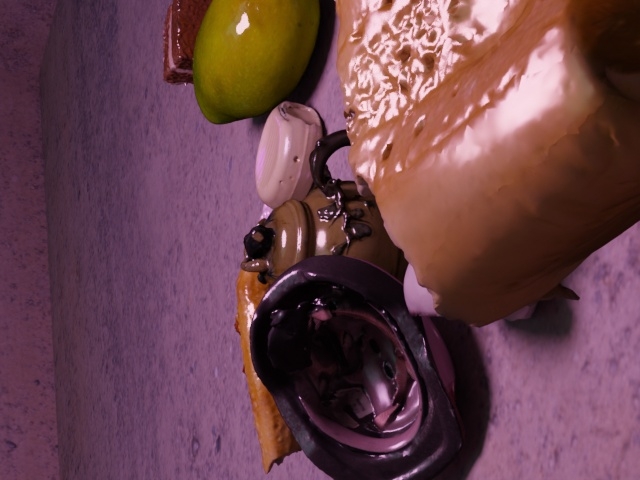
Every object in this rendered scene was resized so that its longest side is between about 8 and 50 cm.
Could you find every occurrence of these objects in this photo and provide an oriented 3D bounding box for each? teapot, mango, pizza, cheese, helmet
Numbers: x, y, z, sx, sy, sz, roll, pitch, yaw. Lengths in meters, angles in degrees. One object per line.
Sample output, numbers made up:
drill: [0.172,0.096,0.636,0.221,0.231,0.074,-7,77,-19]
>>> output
teapot: [0.000,0.000,1.461,0.173,0.183,0.269,-140,58,-65]
mango: [-0.105,-0.264,1.824,0.343,0.156,0.192,131,149,-61]
pizza: [-0.062,0.174,1.617,0.287,0.075,0.279,82,-179,-68]
cheese: [-0.057,-0.083,1.783,0.137,0.064,0.227,-111,34,-54]
helmet: [0.046,0.126,1.336,0.198,0.253,0.154,-40,6,27]

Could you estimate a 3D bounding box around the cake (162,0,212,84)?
cake: [-0.189,-0.327,2.082,0.147,0.135,0.134,153,119,-70]

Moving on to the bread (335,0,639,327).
bread: [0.203,-0.162,0.920,0.394,0.250,0.361,-43,49,54]

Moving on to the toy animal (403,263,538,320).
toy animal: [0.139,-0.015,1.194,0.178,0.128,0.193,155,115,-67]
